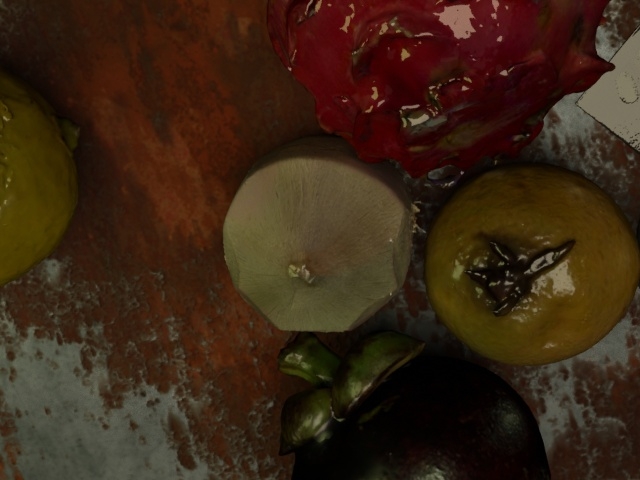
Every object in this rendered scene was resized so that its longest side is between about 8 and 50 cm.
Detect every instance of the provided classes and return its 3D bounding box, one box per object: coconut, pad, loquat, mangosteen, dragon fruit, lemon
[{"bbox_3d":[0.000,0.000,1.742,0.224,0.234,0.224,-1,108,-3],"label":"coconut"},{"bbox_3d":[0.397,-0.191,1.812,0.127,0.004,0.190,36,103,-11],"label":"pad"},{"bbox_3d":[0.228,0.025,1.752,0.243,0.244,0.244,0,107,-1],"label":"loquat"},{"bbox_3d":[0.103,0.254,1.781,0.330,0.330,0.330,0,107,-1],"label":"mangosteen"},{"bbox_3d":[0.136,-0.216,1.617,0.386,0.249,0.371,-22,140,12],"label":"dragon fruit"},{"bbox_3d":[-0.400,-0.060,1.712,0.284,0.260,0.261,1,107,-3],"label":"lemon"}]

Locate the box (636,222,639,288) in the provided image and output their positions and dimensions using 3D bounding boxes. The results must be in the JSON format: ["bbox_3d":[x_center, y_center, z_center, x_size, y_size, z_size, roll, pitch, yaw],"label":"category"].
[{"bbox_3d":[0.519,0.041,1.781,0.299,0.200,0.106,5,108,-3],"label":"box"}]
